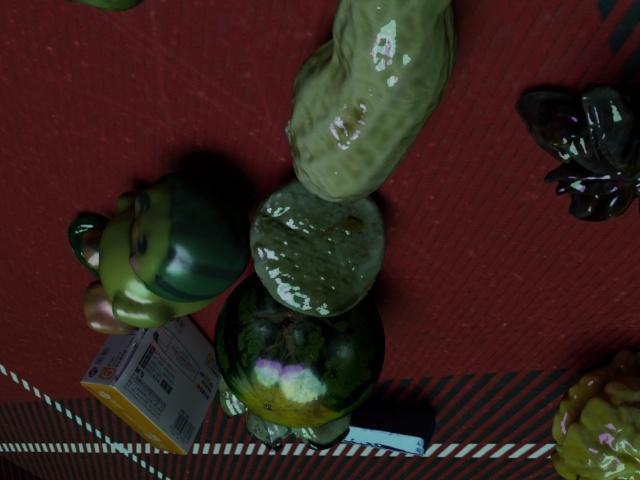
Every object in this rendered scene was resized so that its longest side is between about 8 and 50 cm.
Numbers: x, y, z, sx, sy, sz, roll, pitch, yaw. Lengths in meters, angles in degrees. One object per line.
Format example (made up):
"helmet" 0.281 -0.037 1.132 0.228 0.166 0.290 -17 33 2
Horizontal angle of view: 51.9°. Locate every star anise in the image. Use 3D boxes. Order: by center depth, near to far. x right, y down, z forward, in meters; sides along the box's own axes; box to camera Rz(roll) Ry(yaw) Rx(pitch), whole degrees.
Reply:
"star anise" 0.328 -0.087 0.679 0.212 0.129 0.282 -10 143 40

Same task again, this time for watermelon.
"watermelon" -0.029 0.163 1.029 0.269 0.269 0.269 12 142 9

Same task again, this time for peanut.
"peanut" 0.051 -0.166 0.684 0.153 0.140 0.325 32 142 11

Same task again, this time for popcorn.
"popcorn" 0.489 0.284 0.997 0.264 0.225 0.332 14 122 -12

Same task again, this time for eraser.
"eraser" 0.067 0.359 1.322 0.311 0.144 0.043 5 99 18

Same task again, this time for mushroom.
"mushroom" -0.061 0.270 1.234 0.267 0.189 0.164 14 111 52

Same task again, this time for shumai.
"shumai" 0.000 0.000 0.926 0.201 0.201 0.120 24 -176 -7

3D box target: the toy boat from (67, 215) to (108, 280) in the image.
"toy boat" -0.371 0.037 1.177 0.104 0.052 0.210 -16 132 16

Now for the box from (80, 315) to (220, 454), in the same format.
"box" -0.309 0.257 1.285 0.091 0.221 0.274 0 137 28

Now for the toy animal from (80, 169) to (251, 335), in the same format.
"toy animal" -0.222 0.020 0.984 0.191 0.216 0.338 12 153 -38

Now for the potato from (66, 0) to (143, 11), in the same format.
"potato" -0.207 -0.347 0.574 0.176 0.141 0.298 13 133 2
